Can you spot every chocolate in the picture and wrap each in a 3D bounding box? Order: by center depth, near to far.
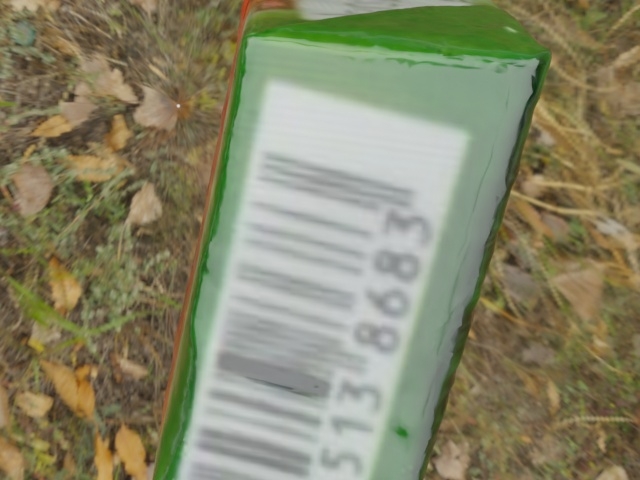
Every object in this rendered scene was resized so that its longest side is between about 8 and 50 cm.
[{"bbox_3d":[0.000,0.000,0.780,0.161,0.341,0.360,12,110,-7],"label":"chocolate"}]
